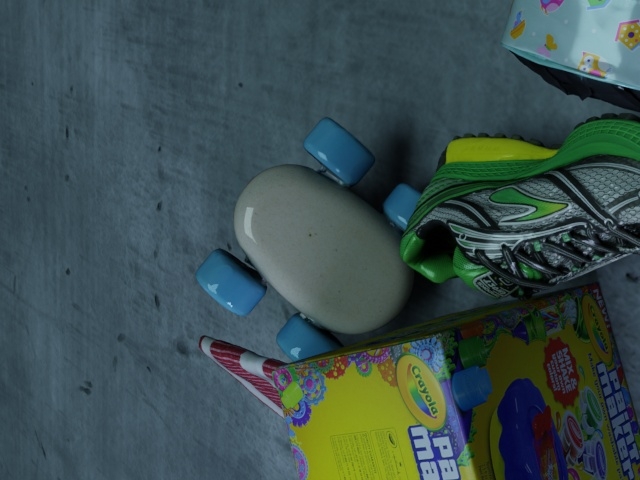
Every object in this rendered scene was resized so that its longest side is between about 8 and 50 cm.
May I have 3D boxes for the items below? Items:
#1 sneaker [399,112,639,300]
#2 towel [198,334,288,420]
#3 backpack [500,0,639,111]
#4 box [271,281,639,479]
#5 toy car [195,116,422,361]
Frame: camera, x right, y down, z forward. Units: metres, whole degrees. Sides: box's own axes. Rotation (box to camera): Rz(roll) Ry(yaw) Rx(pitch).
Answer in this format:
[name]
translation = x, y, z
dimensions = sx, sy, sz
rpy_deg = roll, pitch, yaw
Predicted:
[sneaker]
translation = 0.202, -0.005, 0.751
dimensions = 0.343, 0.134, 0.146
rpy_deg = -1, 53, 59
[towel]
translation = 0.011, 0.206, 1.010
dimensions = 0.237, 0.037, 0.329
rpy_deg = 46, 160, -27
[backpack]
translation = 0.234, -0.168, 0.677
dimensions = 0.166, 0.188, 0.144
rpy_deg = 35, 124, 41
[box]
translation = 0.143, 0.209, 0.783
dimensions = 0.177, 0.279, 0.290
rpy_deg = -18, 85, 40
[toy car]
translation = 0.000, 0.000, 1.035
dimensions = 0.210, 0.238, 0.219
rpy_deg = 39, 93, -6
